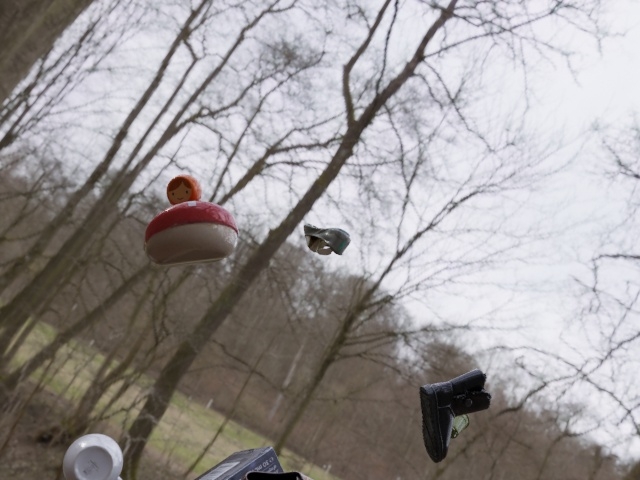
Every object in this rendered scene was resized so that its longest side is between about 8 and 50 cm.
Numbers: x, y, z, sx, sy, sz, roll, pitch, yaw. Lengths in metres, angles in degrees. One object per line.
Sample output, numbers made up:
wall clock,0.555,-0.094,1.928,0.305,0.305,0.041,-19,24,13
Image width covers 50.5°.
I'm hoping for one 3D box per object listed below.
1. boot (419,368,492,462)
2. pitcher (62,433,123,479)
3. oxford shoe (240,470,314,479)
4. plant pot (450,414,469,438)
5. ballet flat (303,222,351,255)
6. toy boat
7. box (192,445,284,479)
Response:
boot,0.402,0.510,1.975,0.207,0.246,0.094,-10,10,-17
pitcher,-0.494,0.518,1.533,0.178,0.125,0.207,43,-23,-4
oxford shoe,-0.028,0.652,1.670,0.364,0.130,0.132,10,-53,-3
plant pot,0.425,0.590,2.166,0.083,0.079,0.083,10,-66,24
ballet flat,0.000,0.000,1.629,0.072,0.068,0.213,34,-10,-24
toy boat,-0.222,-0.036,1.131,0.151,0.151,0.231,-7,-3,-16
box,-0.212,0.828,1.884,0.212,0.294,0.395,-26,-91,46
